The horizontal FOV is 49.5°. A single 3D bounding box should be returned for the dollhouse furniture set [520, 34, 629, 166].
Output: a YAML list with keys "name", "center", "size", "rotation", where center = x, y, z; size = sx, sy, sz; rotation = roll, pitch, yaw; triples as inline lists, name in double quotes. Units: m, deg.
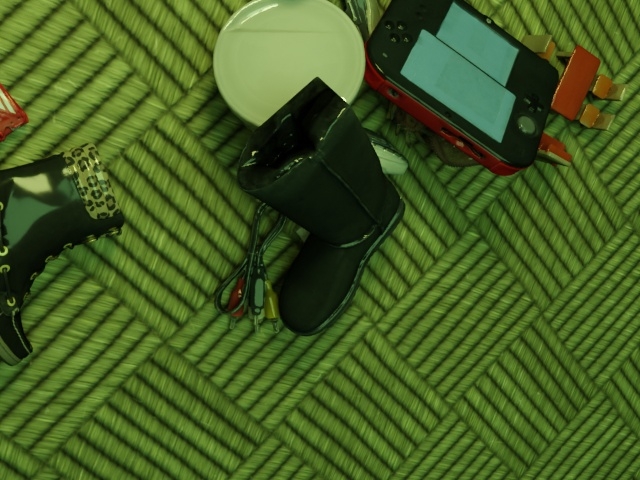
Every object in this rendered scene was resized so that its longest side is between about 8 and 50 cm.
- name: "dollhouse furniture set"
  center: [0.547, -0.302, 1.555]
  size: [0.262, 0.135, 0.259]
  rotation: [21, 94, -25]

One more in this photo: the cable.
- name: "cable"
  center: [-0.141, 0.051, 1.427]
  size: [0.139, 0.072, 0.287]
  rotation: [5, 89, -6]

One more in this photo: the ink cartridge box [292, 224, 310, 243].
- name: "ink cartridge box"
  center: [0.000, 0.000, 1.469]
  size: [0.063, 0.029, 0.115]
  rotation: [-40, 114, -7]

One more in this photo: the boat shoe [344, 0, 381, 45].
- name: "boat shoe"
  center: [0.076, -0.461, 1.379]
  size: [0.065, 0.075, 0.206]
  rotation: [-4, 117, 23]

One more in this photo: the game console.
- name: "game console"
  center: [0.282, -0.333, 1.348]
  size: [0.386, 0.060, 0.342]
  rotation: [34, 59, -9]

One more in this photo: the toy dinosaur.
- name: "toy dinosaur"
  center: [0.256, -0.230, 1.435]
  size: [0.200, 0.127, 0.296]
  rotation: [-43, 109, -16]

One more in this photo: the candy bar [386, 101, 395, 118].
- name: "candy bar"
  center: [0.215, -0.274, 1.493]
  size: [0.161, 0.018, 0.040]
  rotation: [4, 102, -22]

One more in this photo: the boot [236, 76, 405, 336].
- name: "boot"
  center: [-0.019, -0.028, 1.222]
  size: [0.367, 0.146, 0.445]
  rotation: [-58, 158, -5]

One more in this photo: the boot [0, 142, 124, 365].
- name: "boot"
  center: [-0.486, 0.022, 1.212]
  size: [0.284, 0.138, 0.377]
  rotation: [-25, 126, -26]

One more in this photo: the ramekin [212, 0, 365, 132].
- name: "ramekin"
  center: [-0.055, -0.301, 1.265]
  size: [0.273, 0.127, 0.273]
  rotation: [0, 76, -1]

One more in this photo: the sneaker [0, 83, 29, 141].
- name: "sneaker"
  center: [-0.558, -0.163, 1.172]
  size: [0.128, 0.087, 0.221]
  rotation: [-6, 107, -19]

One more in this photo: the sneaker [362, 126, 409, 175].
- name: "sneaker"
  center: [0.039, -0.171, 1.417]
  size: [0.297, 0.111, 0.129]
  rotation: [10, 115, -20]
